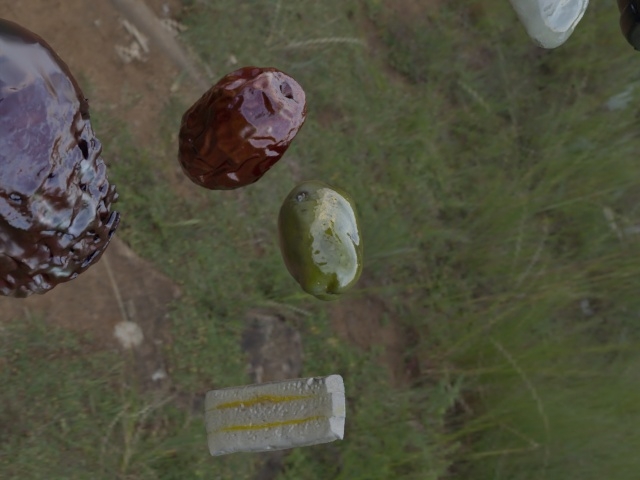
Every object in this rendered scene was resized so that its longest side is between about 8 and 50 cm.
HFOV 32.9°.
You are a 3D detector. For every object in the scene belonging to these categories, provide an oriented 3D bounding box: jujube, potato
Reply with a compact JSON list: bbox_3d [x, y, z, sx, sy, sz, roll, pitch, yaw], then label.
[{"bbox_3d":[-0.360,-0.080,1.169,0.376,0.259,0.258,75,28,-50],"label":"jujube"},{"bbox_3d":[-0.129,-0.176,1.737,0.174,0.250,0.174,24,52,-35],"label":"jujube"},{"bbox_3d":[0.004,-0.001,1.807,0.155,0.137,0.200,19,55,-33],"label":"potato"}]

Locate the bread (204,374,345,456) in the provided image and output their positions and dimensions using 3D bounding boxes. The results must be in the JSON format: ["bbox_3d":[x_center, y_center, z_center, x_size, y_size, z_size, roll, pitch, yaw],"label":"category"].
[{"bbox_3d":[-0.052,0.192,1.204,0.105,0.152,0.077,4,72,-28],"label":"bread"}]

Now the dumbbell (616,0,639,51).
[{"bbox_3d":[0.486,-0.438,1.568,0.185,0.185,0.388,2,66,-46],"label":"dumbbell"}]

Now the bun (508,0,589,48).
[{"bbox_3d":[0.296,-0.341,1.401,0.183,0.102,0.183,52,28,-43],"label":"bun"}]
